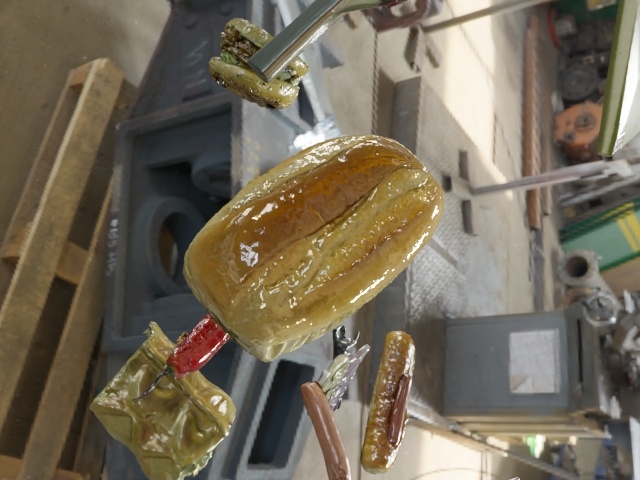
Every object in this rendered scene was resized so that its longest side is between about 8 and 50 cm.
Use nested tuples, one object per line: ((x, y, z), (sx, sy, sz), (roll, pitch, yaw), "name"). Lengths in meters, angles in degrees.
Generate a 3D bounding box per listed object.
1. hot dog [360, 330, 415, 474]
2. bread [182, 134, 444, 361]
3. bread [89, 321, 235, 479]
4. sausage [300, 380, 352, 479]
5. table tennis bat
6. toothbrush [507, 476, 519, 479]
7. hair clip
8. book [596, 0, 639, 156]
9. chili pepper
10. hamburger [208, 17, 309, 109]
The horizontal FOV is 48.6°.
((0.107, 0.232, 1.026), (0.066, 0.047, 0.215), (44, 50, -35), "hot dog")
((0.001, -0.004, 0.611), (0.236, 0.106, 0.140), (-36, 79, -25), "bread")
((-0.305, 0.322, 1.376), (0.252, 0.196, 0.238), (42, 63, -9), "bread")
((0.011, 0.317, 1.140), (0.043, 0.043, 0.186), (-1, 68, -57), "sausage")
((0.048, -0.267, 0.704), (0.301, 0.173, 0.022), (-44, 134, 0), "table tennis bat")
((0.270, 0.456, 1.257), (0.019, 0.193, 0.013), (-125, -158, -51), "toothbrush")
((0.028, 0.250, 1.319), (0.146, 0.056, 0.187), (0, 109, -62), "hair clip")
((0.538, -0.338, 1.172), (0.239, 0.035, 0.352), (-32, 129, -43), "book")
((-0.139, 0.116, 0.920), (0.268, 0.050, 0.059), (-44, 165, -31), "chili pepper")
((-0.109, -0.294, 1.221), (0.177, 0.185, 0.113), (31, 94, -36), "hamburger")
